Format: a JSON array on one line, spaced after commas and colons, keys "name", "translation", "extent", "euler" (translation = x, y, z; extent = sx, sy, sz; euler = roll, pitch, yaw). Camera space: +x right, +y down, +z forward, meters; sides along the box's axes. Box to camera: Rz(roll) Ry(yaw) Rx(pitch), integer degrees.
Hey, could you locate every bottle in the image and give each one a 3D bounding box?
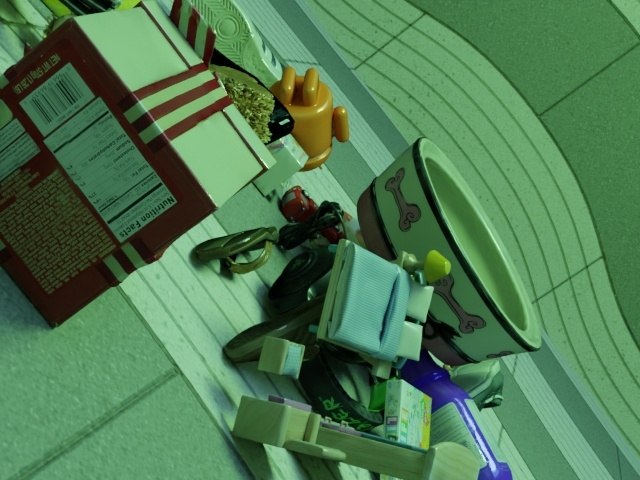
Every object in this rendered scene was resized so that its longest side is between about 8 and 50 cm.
[{"name": "bottle", "translation": [0.198, 0.294, 1.631], "extent": [0.092, 0.118, 0.283], "euler": [16, 38, -50]}]

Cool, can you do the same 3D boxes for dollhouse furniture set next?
[{"name": "dollhouse furniture set", "translation": [0.085, 0.128, 1.232], "extent": [0.286, 0.198, 0.303], "euler": [30, 70, -55]}]

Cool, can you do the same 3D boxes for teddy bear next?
[{"name": "teddy bear", "translation": [-0.225, -0.209, 1.389], "extent": [0.245, 0.113, 0.338], "euler": [40, 19, 32]}]

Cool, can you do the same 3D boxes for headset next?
[{"name": "headset", "translation": [0.008, 0.107, 1.528], "extent": [0.243, 0.185, 0.394], "euler": [40, 36, -41]}]

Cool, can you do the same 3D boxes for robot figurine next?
[{"name": "robot figurine", "translation": [-0.041, -0.219, 1.892], "extent": [0.128, 0.158, 0.219], "euler": [48, -27, 35]}]

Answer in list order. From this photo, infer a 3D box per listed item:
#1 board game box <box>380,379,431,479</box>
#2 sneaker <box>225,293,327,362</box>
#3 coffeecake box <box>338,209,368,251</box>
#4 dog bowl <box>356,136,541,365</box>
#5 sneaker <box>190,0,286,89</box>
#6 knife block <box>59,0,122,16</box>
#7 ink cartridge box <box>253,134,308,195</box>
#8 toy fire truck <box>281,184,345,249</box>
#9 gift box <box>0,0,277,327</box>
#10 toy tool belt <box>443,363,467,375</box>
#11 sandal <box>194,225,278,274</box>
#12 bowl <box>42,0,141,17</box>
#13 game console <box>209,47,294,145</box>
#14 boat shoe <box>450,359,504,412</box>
[{"name": "board game box", "translation": [0.124, 0.289, 1.454], "extent": [0.103, 0.026, 0.154], "euler": [37, 52, -52]}, {"name": "sneaker", "translation": [-0.035, 0.130, 1.301], "extent": [0.188, 0.066, 0.071], "euler": [-23, 101, -36]}, {"name": "coffeecake box", "translation": [0.087, 0.053, 1.908], "extent": [0.142, 0.068, 0.185], "euler": [34, 24, -48]}, {"name": "dog bowl", "translation": [0.212, 0.034, 1.724], "extent": [0.408, 0.150, 0.408], "euler": [52, 19, -26]}, {"name": "sneaker", "translation": [-0.152, -0.354, 2.005], "extent": [0.350, 0.131, 0.148], "euler": [55, 8, -16]}, {"name": "knife block", "translation": [-0.353, -0.364, 1.335], "extent": [0.088, 0.275, 0.242], "euler": [11, 70, -63]}, {"name": "ink cartridge box", "translation": [-0.091, -0.154, 1.792], "extent": [0.143, 0.090, 0.092], "euler": [50, 16, -9]}, {"name": "toy fire truck", "translation": [0.000, 0.000, 1.809], "extent": [0.192, 0.047, 0.135], "euler": [48, 18, -18]}, {"name": "gift box", "translation": [-0.217, -0.110, 1.045], "extent": [0.276, 0.255, 0.258], "euler": [58, 17, -7]}, {"name": "toy tool belt", "translation": [0.284, 0.246, 2.096], "extent": [0.052, 0.051, 0.083], "euler": [56, 16, 7]}, {"name": "sandal", "translation": [-0.109, 0.018, 1.437], "extent": [0.219, 0.090, 0.060], "euler": [-8, 85, -80]}, {"name": "bowl", "translation": [-0.343, -0.449, 1.573], "extent": [0.289, 0.156, 0.289], "euler": [48, 17, -20]}, {"name": "game console", "translation": [-0.190, -0.214, 1.595], "extent": [0.213, 0.044, 0.361], "euler": [42, 30, 8]}, {"name": "boat shoe", "translation": [0.269, 0.296, 1.839], "extent": [0.319, 0.116, 0.099], "euler": [-16, 95, -66]}]
